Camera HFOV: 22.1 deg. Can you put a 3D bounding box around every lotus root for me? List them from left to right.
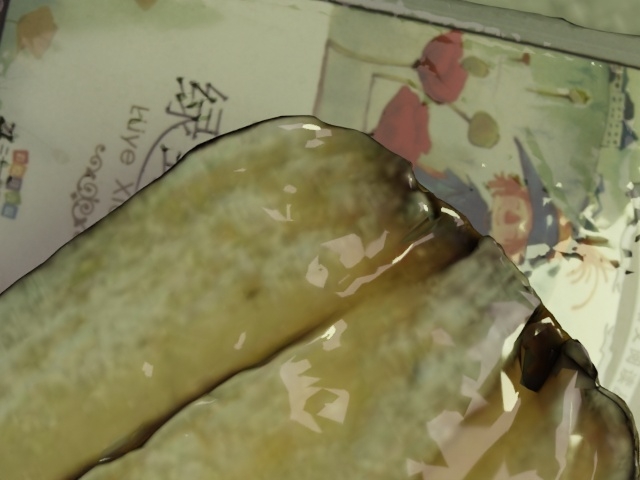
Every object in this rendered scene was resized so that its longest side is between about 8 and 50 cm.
[{"bbox_3d":[-0.068,0.116,0.422,0.329,0.078,0.167,-37,75,9],"label":"lotus root"}]

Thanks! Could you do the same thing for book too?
[{"bbox_3d":[0.000,0.000,0.464,0.231,0.026,0.157,12,86,-3],"label":"book"}]
